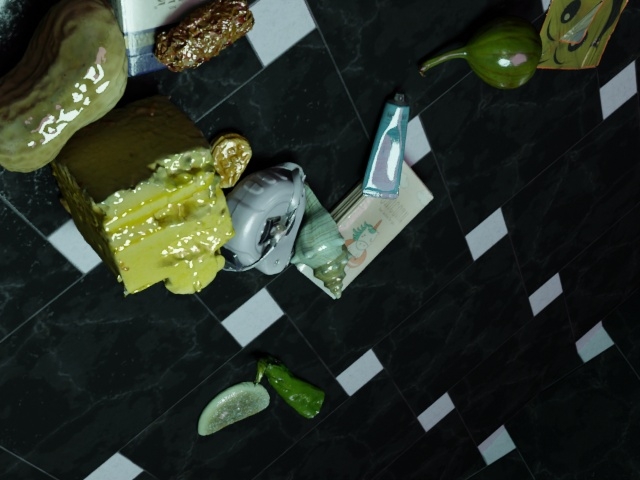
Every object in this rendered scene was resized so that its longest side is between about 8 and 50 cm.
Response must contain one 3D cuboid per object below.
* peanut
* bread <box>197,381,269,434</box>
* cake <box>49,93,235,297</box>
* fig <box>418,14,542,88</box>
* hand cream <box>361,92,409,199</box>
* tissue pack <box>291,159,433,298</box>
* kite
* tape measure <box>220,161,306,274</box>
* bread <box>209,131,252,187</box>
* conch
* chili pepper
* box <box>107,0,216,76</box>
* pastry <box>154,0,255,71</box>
[{"bbox_3d":[-0.381,-0.218,1.272,0.291,0.143,0.159,-49,131,10],"label":"peanut"},{"bbox_3d":[-0.202,0.390,2.061,0.193,0.036,0.112,-20,135,-27],"label":"bread"},{"bbox_3d":[-0.287,-0.053,1.435,0.222,0.227,0.286,-27,138,-22],"label":"cake"},{"bbox_3d":[0.324,-0.391,1.784,0.259,0.151,0.151,2,127,-9],"label":"fig"},{"bbox_3d":[0.144,-0.194,1.795,0.083,0.048,0.224,5,110,-16],"label":"hand cream"},{"bbox_3d":[0.092,-0.033,1.908,0.325,0.071,0.170,-45,136,1],"label":"tissue pack"},{"bbox_3d":[0.588,-0.503,1.969,0.327,0.013,0.377,-43,142,-1],"label":"kite"},{"bbox_3d":[-0.117,-0.038,1.673,0.197,0.120,0.236,-15,130,-55],"label":"tape measure"},{"bbox_3d":[-0.176,-0.148,1.595,0.083,0.044,0.110,12,114,-42],"label":"bread"},{"bbox_3d":[-0.004,0.012,1.754,0.114,0.137,0.233,-35,123,-19],"label":"conch"},{"bbox_3d":[-0.085,0.350,2.098,0.084,0.076,0.359,-60,147,-11],"label":"chili pepper"},{"bbox_3d":[-0.238,-0.385,1.302,0.168,0.071,0.259,-21,137,-28],"label":"box"},{"bbox_3d":[-0.171,-0.312,1.320,0.169,0.063,0.087,-39,145,-10],"label":"pastry"}]
